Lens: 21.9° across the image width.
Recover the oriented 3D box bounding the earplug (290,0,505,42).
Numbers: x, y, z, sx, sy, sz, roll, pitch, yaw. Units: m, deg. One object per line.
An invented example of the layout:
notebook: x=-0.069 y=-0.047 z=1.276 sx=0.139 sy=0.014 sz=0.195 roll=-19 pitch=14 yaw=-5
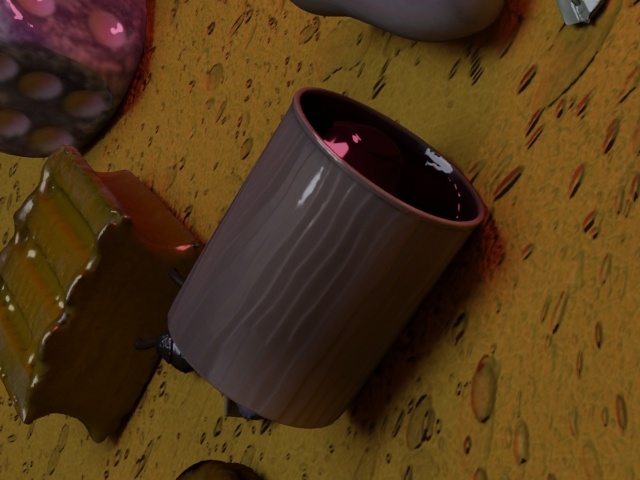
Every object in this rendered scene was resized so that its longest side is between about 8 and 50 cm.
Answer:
earplug: x=0.086 y=-0.281 z=1.704 sx=0.301 sy=0.172 sz=0.172 roll=38 pitch=103 yaw=55

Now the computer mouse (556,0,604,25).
computer mouse: x=0.238 y=-0.245 z=1.537 sx=0.056 sy=0.032 sz=0.110 roll=-39 pitch=39 yaw=42

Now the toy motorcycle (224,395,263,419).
toy motorcycle: x=-0.079 y=0.083 z=1.793 sx=0.130 sy=0.094 sz=0.229 roll=-21 pitch=66 yaw=57

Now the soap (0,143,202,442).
soap: x=-0.309 y=0.061 z=2.124 sx=0.293 sy=0.156 sz=0.335 roll=-66 pitch=28 yaw=8

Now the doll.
doll: x=-0.139 y=0.093 z=1.918 sx=0.165 sy=0.057 sz=0.139 roll=27 pitch=91 yaw=57

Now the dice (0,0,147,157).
dice: x=-0.431 y=-0.304 z=2.467 sx=0.270 sy=0.270 sz=0.271 roll=-40 pitch=39 yaw=41

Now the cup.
cup: x=-0.013 y=-0.002 z=1.592 sx=0.273 sy=0.208 sz=0.288 roll=-58 pitch=48 yaw=20

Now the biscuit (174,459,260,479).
biscuit: x=-0.128 y=0.331 z=1.713 sx=0.220 sy=0.066 sz=0.220 roll=-40 pitch=38 yaw=40
